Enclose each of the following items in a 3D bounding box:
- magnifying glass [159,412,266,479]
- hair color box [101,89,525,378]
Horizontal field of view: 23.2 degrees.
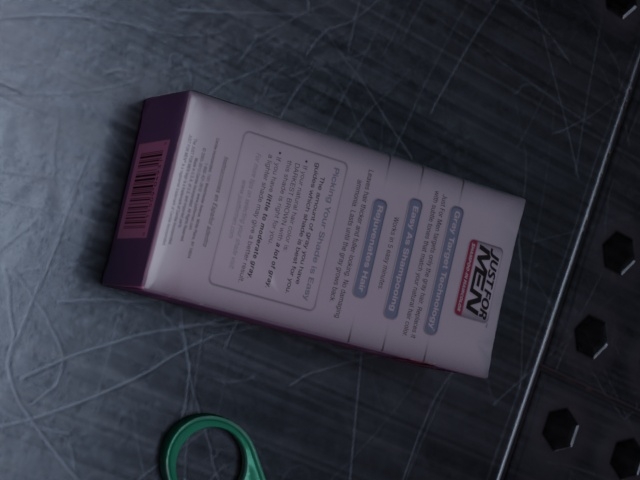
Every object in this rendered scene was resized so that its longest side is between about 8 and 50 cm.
[{"bbox_3d":[-0.064,0.258,1.503,0.231,0.026,0.092,48,70,-20],"label":"magnifying glass"},{"bbox_3d":[0.000,0.000,1.486,0.374,0.113,0.185,16,83,-26],"label":"hair color box"}]
